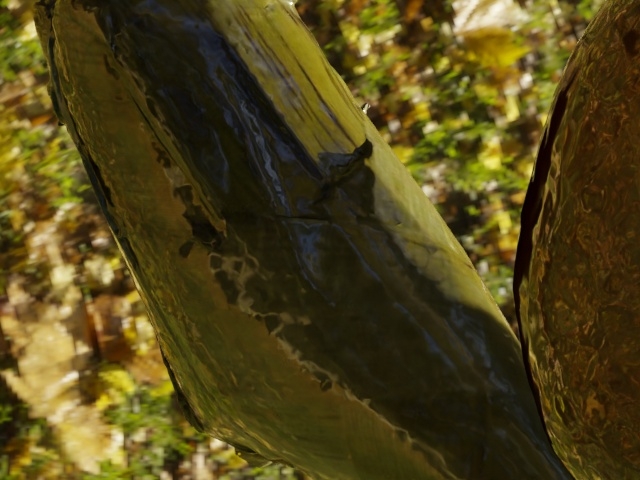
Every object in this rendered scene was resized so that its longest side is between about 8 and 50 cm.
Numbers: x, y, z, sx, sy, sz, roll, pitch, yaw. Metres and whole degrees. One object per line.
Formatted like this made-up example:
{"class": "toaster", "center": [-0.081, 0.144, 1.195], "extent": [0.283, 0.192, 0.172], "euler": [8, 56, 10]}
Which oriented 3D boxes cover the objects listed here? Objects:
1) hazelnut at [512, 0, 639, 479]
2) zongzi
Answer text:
{"class": "hazelnut", "center": [0.137, -0.005, 0.355], "extent": [0.170, 0.160, 0.201], "euler": [7, 112, -38]}
{"class": "zongzi", "center": [0.000, 0.000, 0.721], "extent": [0.160, 0.360, 0.323], "euler": [-32, 115, -17]}
